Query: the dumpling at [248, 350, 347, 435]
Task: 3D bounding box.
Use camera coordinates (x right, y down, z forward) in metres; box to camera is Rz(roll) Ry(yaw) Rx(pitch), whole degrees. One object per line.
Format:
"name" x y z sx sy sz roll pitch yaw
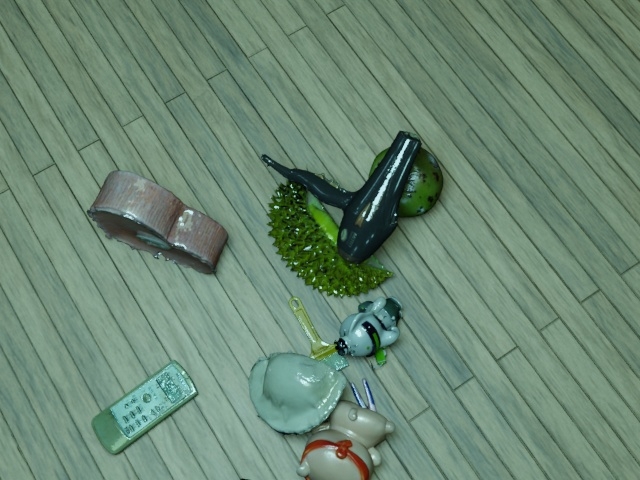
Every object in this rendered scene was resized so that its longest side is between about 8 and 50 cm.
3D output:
"dumpling" -0.057 0.336 1.524 0.247 0.142 0.172 2 65 36

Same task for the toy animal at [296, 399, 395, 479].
"toy animal" 0.051 0.443 1.481 0.171 0.171 0.197 29 66 9

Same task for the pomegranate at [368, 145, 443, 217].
"pomegranate" 0.184 -0.151 1.653 0.210 0.179 0.179 31 68 -36

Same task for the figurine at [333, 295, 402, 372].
"figurine" 0.108 0.201 1.576 0.192 0.147 0.126 -31 55 -29

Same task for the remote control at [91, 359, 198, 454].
"remote control" -0.390 0.369 1.557 0.234 0.038 0.098 -35 76 -12

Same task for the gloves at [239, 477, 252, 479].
"gloves" -0.192 0.635 1.413 0.301 0.152 0.197 -37 55 -5

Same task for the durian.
"durian" 0.000 0.000 1.665 0.352 0.158 0.169 48 43 13

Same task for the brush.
"brush" -0.019 0.219 1.625 0.083 0.011 0.205 -28 73 -9

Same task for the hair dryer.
"hair dryer" 0.024 -0.144 1.538 0.360 0.120 0.303 27 107 17

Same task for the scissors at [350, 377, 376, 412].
"scissors" 0.103 0.367 1.575 0.039 0.012 0.113 -19 73 -7

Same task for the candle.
"candle" -0.376 -0.042 1.600 0.317 0.287 0.131 35 66 -34
